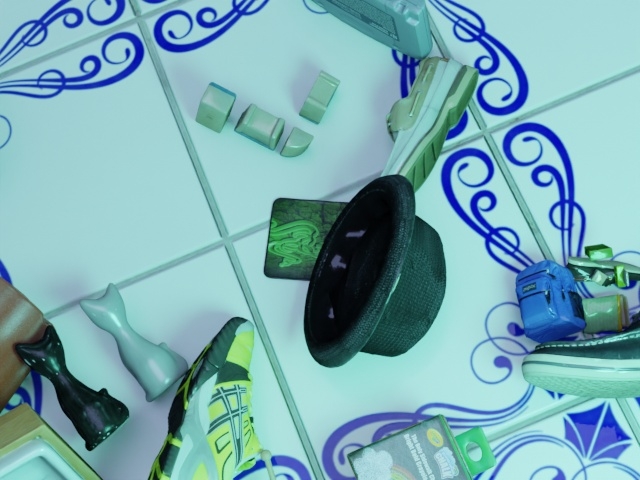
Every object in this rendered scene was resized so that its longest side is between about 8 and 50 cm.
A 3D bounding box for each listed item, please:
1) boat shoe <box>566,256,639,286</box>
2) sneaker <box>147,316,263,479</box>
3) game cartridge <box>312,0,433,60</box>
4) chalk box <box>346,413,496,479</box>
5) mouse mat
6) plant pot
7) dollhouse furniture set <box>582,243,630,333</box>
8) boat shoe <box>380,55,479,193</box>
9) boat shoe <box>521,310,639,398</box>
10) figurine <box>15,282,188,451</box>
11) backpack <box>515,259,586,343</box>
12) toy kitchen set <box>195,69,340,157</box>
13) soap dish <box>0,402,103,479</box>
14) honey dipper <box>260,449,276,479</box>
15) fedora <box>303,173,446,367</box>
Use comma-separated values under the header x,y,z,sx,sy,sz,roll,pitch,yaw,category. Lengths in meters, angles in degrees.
x,y,z,sx,sy,sz,roll,pitch,yaw,category
0.475,0.055,1.925,0.133,0.049,0.042,5,103,1,boat shoe
-0.165,0.297,1.859,0.147,0.145,0.385,26,53,-11,sneaker
0.071,-0.436,2.072,0.294,0.196,0.060,33,78,17,game cartridge
0.166,0.363,1.806,0.213,0.132,0.132,-22,68,-2,chalk box
0.000,0.000,2.025,0.189,0.007,0.153,3,71,9,mouse mat
-0.598,0.192,1.913,0.272,0.272,0.265,32,69,17,plant pot
0.462,0.083,1.874,0.076,0.058,0.152,-8,98,3,dollhouse furniture set
0.167,-0.195,2.025,0.103,0.113,0.302,25,65,17,boat shoe
0.555,0.153,1.802,0.500,0.187,0.156,-7,74,-2,boat shoe
-0.359,0.198,1.897,0.215,0.092,0.209,-38,89,-32,figurine
0.370,0.092,1.884,0.098,0.101,0.120,-21,59,30,backpack
-0.095,-0.255,2.092,0.207,0.122,0.166,27,74,-5,toy kitchen set
-0.473,0.392,1.808,0.229,0.291,0.118,-30,51,-3,soap dish
-0.069,0.402,1.826,0.030,0.030,0.161,-16,106,1,honey dipper
0.106,0.067,1.886,0.152,0.334,0.334,25,71,-23,fedora
